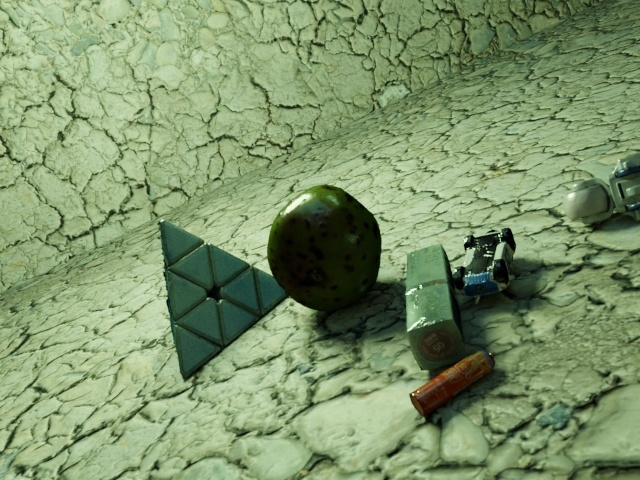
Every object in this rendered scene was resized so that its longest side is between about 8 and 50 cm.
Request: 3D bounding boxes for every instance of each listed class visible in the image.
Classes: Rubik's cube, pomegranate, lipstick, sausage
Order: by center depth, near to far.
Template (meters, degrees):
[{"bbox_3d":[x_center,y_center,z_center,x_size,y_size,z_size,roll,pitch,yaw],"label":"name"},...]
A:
[{"bbox_3d":[0.176,0.180,0.846,0.129,0.034,0.034,-29,19,-15],"label":"sausage"},{"bbox_3d":[0.175,0.091,1.023,0.076,0.077,0.290,-20,18,13],"label":"lipstick"},{"bbox_3d":[-0.002,-0.011,1.230,0.231,0.231,0.286,-23,40,2],"label":"pomegranate"},{"bbox_3d":[-0.242,0.123,1.337,0.233,0.228,0.229,31,3,26],"label":"Rubik's cube"}]

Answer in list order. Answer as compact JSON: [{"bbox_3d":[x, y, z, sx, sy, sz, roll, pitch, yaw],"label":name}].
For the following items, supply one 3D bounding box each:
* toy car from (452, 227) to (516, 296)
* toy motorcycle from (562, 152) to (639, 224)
[{"bbox_3d":[0.274,0.037,1.065,0.080,0.070,0.171,-13,22,28],"label":"toy car"},{"bbox_3d":[0.536,-0.089,1.086,0.254,0.112,0.112,-17,19,23],"label":"toy motorcycle"}]
